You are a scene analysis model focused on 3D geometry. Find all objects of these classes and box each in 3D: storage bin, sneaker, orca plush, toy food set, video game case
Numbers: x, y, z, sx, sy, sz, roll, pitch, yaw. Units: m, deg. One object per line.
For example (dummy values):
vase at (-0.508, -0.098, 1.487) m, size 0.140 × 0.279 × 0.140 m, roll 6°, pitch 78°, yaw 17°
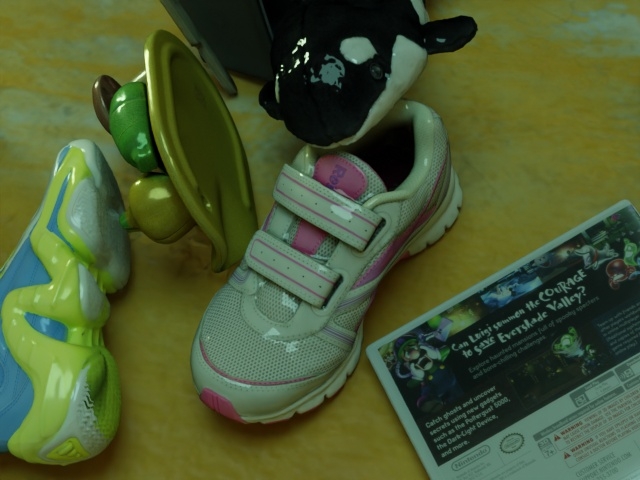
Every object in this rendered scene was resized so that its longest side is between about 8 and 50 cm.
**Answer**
storage bin at (-0.047, -0.180, 1.054) m, size 0.091 × 0.135 × 0.098 m, roll 14°, pitch 56°, yaw 26°
sneaker at (-0.191, 0.035, 0.932) m, size 0.126 × 0.091 × 0.240 m, roll -10°, pitch 47°, yaw 7°
orca plush at (0.029, -0.169, 0.979) m, size 0.151 × 0.102 × 0.287 m, roll -6°, pitch 30°, yaw 37°
toy food set at (-0.105, -0.066, 0.987) m, size 0.071 × 0.128 × 0.218 m, roll -25°, pitch 44°, yaw 15°
sneaker at (0.000, 0.000, 0.926) m, size 0.103 × 0.111 × 0.252 m, roll 24°, pitch 60°, yaw 20°
video game case at (0.144, 0.087, 0.876) m, size 0.190 × 0.022 × 0.173 m, roll -30°, pitch 56°, yaw 4°
